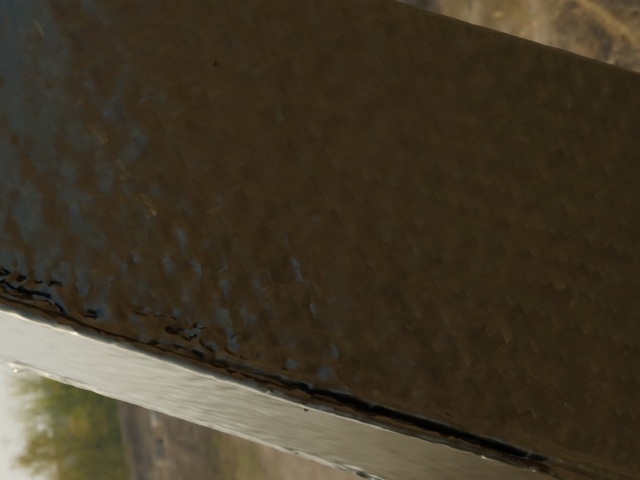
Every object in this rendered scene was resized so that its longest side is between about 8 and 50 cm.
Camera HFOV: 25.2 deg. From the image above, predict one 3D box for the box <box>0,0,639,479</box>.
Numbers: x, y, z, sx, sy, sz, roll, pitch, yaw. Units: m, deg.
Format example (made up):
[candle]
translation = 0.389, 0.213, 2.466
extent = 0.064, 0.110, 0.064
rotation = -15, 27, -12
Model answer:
[box]
translation = -0.001, 0.002, 0.523
extent = 0.184, 0.273, 0.143
rotation = 137, 150, -75
